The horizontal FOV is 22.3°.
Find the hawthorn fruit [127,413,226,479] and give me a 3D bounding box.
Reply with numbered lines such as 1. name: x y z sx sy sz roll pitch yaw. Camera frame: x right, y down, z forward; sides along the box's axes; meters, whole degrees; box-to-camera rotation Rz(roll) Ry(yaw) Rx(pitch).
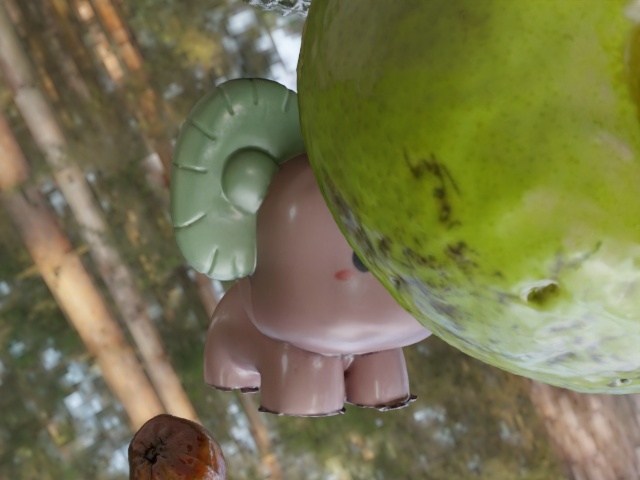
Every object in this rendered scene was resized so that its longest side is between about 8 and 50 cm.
1. hawthorn fruit: -0.165 0.263 1.882 0.128 0.128 0.128 -19 -154 10

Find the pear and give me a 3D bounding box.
1. pear: 0.167 -0.098 0.935 0.391 0.391 0.391 -19 -154 10

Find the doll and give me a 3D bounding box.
1. doll: 0.000 0.000 1.303 0.284 0.268 0.216 -3 -171 -33

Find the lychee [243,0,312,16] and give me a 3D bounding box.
1. lychee: 0.000 -0.329 1.405 0.255 0.274 0.255 9 -170 -2
